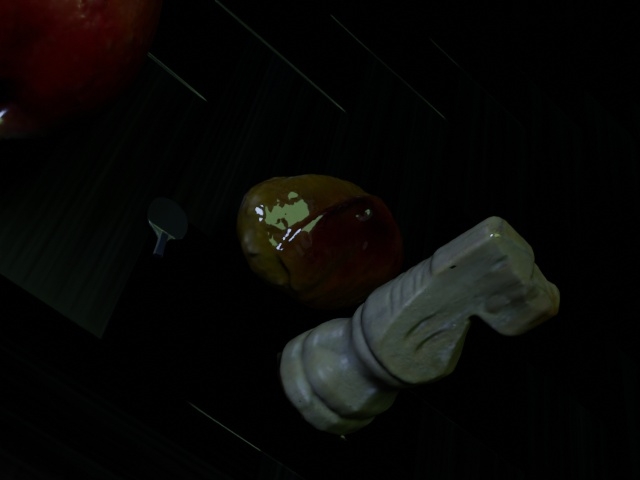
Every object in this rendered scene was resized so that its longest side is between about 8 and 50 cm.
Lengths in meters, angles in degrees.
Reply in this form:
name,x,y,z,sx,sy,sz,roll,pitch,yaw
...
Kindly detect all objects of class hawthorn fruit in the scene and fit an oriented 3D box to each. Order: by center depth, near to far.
name,x,y,z,sx,sy,sz,roll,pitch,yaw
hawthorn fruit,-0.273,-0.243,0.808,0.295,0.295,0.311,-25,82,-54

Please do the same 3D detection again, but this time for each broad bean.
name,x,y,z,sx,sy,sz,roll,pitch,yaw
broad bean,-0.002,0.002,1.029,0.228,0.122,0.156,6,82,-38

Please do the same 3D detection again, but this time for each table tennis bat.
name,x,y,z,sx,sy,sz,roll,pitch,yaw
table tennis bat,-0.166,-0.013,0.952,0.050,0.007,0.083,34,39,-26

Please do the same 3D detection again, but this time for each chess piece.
name,x,y,z,sx,sy,sz,roll,pitch,yaw
chess piece,0.099,0.088,0.918,0.137,0.301,0.137,30,39,-29
